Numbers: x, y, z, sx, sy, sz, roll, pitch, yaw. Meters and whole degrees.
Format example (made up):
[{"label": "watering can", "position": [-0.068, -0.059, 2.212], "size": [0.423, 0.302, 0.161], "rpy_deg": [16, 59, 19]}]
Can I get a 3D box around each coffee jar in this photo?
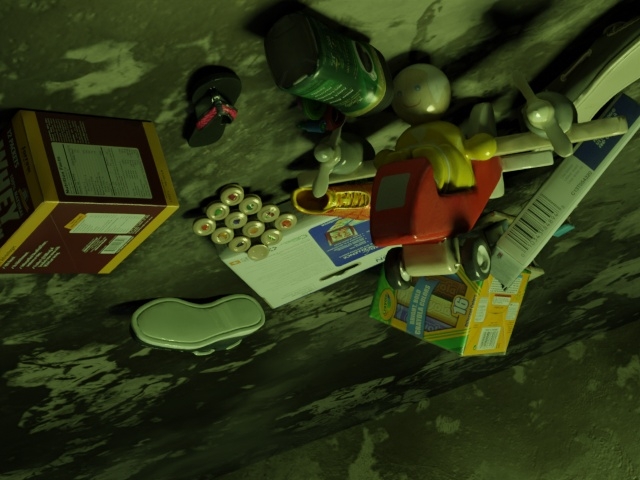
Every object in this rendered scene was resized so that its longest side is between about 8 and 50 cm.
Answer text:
[{"label": "coffee jar", "position": [0.015, -0.213, 1.347], "size": [0.079, 0.096, 0.184], "rpy_deg": [-29, 157, 29]}]

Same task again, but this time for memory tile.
[{"label": "memory tile", "position": [-0.119, -0.026, 1.712], "size": [0.148, 0.012, 0.113], "rpy_deg": [26, 122, -35]}]

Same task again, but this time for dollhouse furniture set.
[{"label": "dollhouse furniture set", "position": [0.420, -0.010, 2.161], "size": [0.183, 0.129, 0.129], "rpy_deg": [-31, 156, 30]}]

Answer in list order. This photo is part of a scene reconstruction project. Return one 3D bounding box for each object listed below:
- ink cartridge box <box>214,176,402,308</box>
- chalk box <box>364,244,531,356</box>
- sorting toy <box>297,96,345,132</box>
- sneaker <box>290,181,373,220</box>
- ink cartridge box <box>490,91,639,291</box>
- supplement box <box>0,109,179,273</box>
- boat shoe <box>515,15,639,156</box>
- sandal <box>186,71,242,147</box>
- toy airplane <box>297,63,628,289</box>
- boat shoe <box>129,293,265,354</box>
[{"label": "ink cartridge box", "position": [0.000, 0.000, 1.904], "size": [0.303, 0.072, 0.307], "rpy_deg": [-23, 160, 5]}, {"label": "chalk box", "position": [0.223, 0.091, 2.093], "size": [0.180, 0.289, 0.179], "rpy_deg": [6, 104, -52]}, {"label": "sorting toy", "position": [-0.008, -0.179, 1.488], "size": [0.042, 0.061, 0.102], "rpy_deg": [8, 169, 36]}, {"label": "sneaker", "position": [0.038, -0.059, 1.713], "size": [0.175, 0.064, 0.067], "rpy_deg": [-3, -175, 5]}, {"label": "ink cartridge box", "position": [0.405, -0.072, 1.848], "size": [0.324, 0.071, 0.330], "rpy_deg": [-51, 172, -6]}, {"label": "supplement box", "position": [-0.325, -0.055, 1.385], "size": [0.194, 0.129, 0.191], "rpy_deg": [1, 151, -43]}, {"label": "boat shoe", "position": [0.409, -0.255, 1.631], "size": [0.112, 0.096, 0.335], "rpy_deg": [-7, 150, -39]}, {"label": "sandal", "position": [-0.137, -0.161, 1.414], "size": [0.067, 0.040, 0.179], "rpy_deg": [-12, 158, -18]}, {"label": "toy airplane", "position": [0.183, -0.130, 1.541], "size": [0.386, 0.272, 0.384], "rpy_deg": [-24, -161, -11]}, {"label": "boat shoe", "position": [-0.240, 0.170, 2.039], "size": [0.302, 0.114, 0.091], "rpy_deg": [2, 145, -43]}]
